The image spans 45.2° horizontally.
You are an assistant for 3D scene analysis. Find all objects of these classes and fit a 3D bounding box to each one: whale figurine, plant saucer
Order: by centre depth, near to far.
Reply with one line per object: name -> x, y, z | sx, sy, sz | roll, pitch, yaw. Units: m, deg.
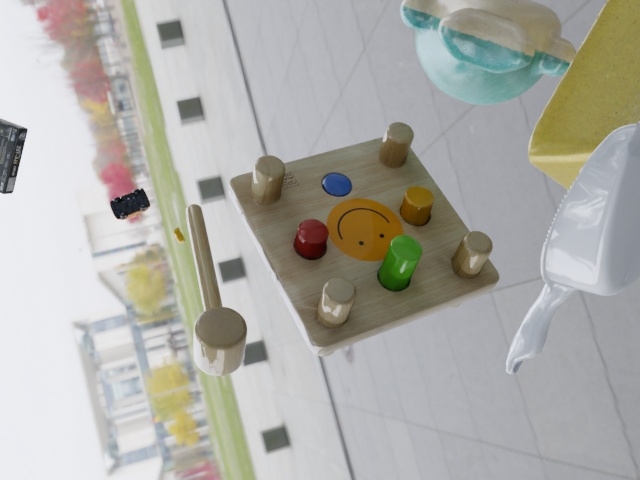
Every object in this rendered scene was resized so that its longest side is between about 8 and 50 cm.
plant saucer -> 0.387, -0.147, 0.718 | 0.081, 0.332, 0.333 | 34, 96, 52
whale figurine -> 0.190, -0.224, 0.913 | 0.272, 0.216, 0.141 | -61, -9, -66

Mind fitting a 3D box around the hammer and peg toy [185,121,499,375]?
hammer and peg toy -> 0.000, 0.000, 0.908 | 0.266, 0.361, 0.127 | 61, 155, 29

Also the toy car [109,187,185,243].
toy car -> -0.261, -0.024, 1.160 | 0.122, 0.060, 0.040 | 47, 167, 9

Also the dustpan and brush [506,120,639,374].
dustpan and brush -> 0.184, 0.011, 0.528 | 0.060, 0.147, 0.211 | 28, 112, 38

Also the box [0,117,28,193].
box -> -0.393, -0.105, 0.923 | 0.018, 0.067, 0.083 | -25, -47, -74
